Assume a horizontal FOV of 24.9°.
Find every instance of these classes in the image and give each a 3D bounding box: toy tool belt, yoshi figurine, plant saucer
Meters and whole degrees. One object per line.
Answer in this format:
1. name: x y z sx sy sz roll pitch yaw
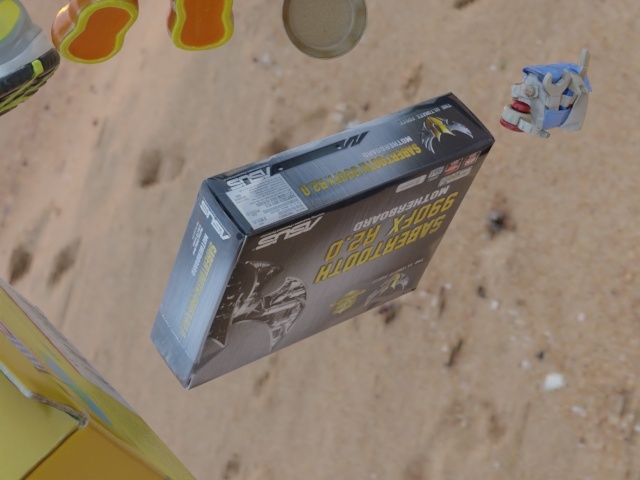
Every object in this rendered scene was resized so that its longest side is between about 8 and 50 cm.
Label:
1. toy tool belt: 0.150 -0.101 0.954 0.052 0.083 0.051 32 117 29
2. yoshi figurine: -0.196 -0.327 1.336 0.203 0.203 0.362 -25 66 22
3. plant saucer: 0.002 -0.209 1.342 0.015 0.083 0.083 -161 88 -72

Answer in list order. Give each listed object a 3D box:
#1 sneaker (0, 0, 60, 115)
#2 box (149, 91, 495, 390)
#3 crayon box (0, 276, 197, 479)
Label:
1. sneaker: -0.450 -0.137 1.412 0.147 0.385 0.145 58 153 0
2. box: 0.000 0.000 1.052 0.056 0.231 0.183 51 142 24
3. crayon box: -0.171 0.073 0.728 0.081 0.318 0.202 -44 68 -7
